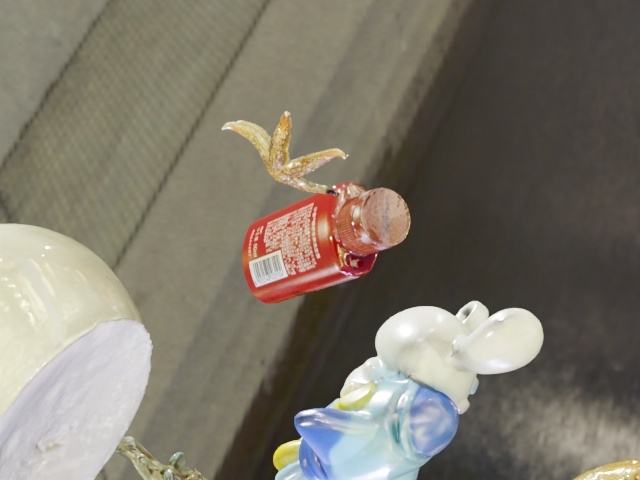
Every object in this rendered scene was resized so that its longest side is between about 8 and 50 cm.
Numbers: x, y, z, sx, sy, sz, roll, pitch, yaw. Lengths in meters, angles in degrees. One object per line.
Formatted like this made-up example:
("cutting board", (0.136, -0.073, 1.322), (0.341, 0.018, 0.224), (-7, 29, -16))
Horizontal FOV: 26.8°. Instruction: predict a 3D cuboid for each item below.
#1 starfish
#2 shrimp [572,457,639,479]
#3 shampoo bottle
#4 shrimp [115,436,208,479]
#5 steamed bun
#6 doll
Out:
("starfish", (-0.025, -0.073, 1.321), (0.130, 0.133, 0.041), (48, 66, -33))
("shrimp", (0.310, 0.272, 1.286), (0.063, 0.287, 0.152), (37, 59, -20))
("shampoo bottle", (0.000, 0.000, 1.651), (0.076, 0.314, 0.118), (7, 76, -27))
("shrimp", (-0.164, 0.376, 1.517), (0.246, 0.085, 0.360), (-24, 113, -3))
("steamed bun", (-0.314, 0.131, 1.233), (0.324, 0.206, 0.324), (-51, 162, -24))
("doll", (0.104, 0.225, 1.793), (0.365, 0.187, 0.376), (-46, 173, -14))
